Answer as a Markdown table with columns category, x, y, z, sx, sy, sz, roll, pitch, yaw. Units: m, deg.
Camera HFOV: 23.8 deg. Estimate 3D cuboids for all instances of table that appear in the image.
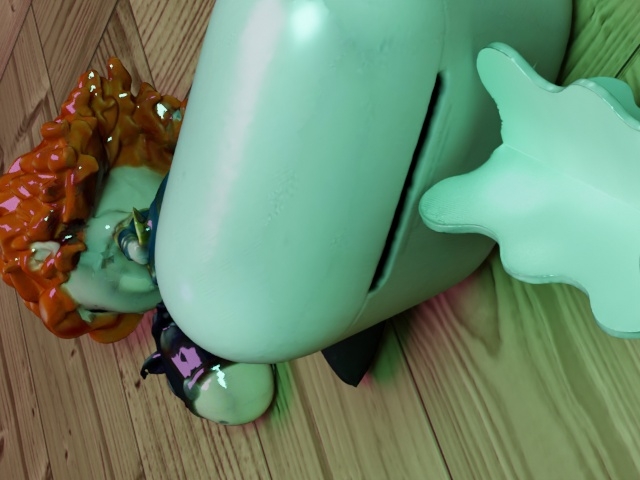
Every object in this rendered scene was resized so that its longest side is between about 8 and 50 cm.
| category | x | y | z | sx | sy | sz | roll | pitch | yaw |
| --- | --- | --- | --- | --- | --- | --- | --- | --- | --- |
| table | 0.170 | -0.026 | 0.886 | 0.198 | 0.166 | 0.167 | 33 | 115 | 46 |

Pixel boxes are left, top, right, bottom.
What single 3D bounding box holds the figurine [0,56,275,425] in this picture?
| category | x | y | z | sx | sy | sz | roll | pitch | yaw |
| --- | --- | --- | --- | --- | --- | --- | --- | --- | --- |
| figurine | -0.153 | 0.005 | 1.469 | 0.411 | 0.241 | 0.306 | 32 | 139 | 38 |

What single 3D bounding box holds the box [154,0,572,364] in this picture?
| category | x | y | z | sx | sy | sz | roll | pitch | yaw |
| --- | --- | --- | --- | --- | --- | --- | --- | --- | --- |
| box | 0.038 | -0.075 | 1.008 | 0.141 | 0.349 | 0.289 | 28 | 113 | 24 |

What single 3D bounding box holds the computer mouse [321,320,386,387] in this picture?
| category | x | y | z | sx | sy | sz | roll | pitch | yaw |
| --- | --- | --- | --- | --- | --- | --- | --- | --- | --- |
| computer mouse | 0.000 | 0.000 | 1.223 | 0.088 | 0.264 | 0.147 | -29 | 42 | 8 |
